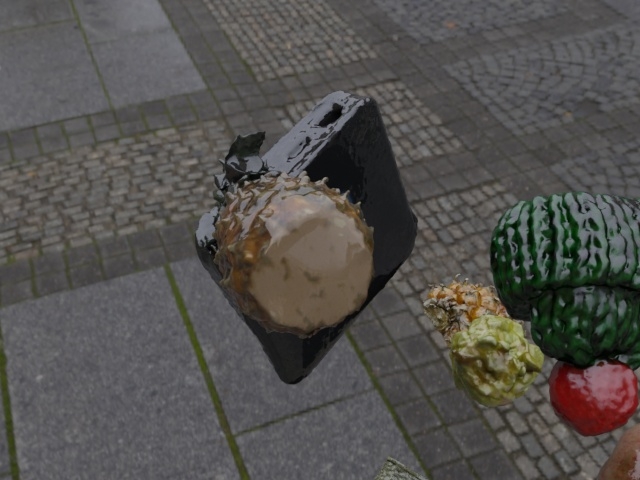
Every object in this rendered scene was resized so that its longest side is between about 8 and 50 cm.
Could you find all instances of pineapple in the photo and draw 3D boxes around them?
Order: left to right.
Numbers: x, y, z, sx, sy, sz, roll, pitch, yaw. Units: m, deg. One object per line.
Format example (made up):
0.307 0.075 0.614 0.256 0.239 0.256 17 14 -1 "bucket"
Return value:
-0.056 -0.021 0.803 0.141 0.170 0.310 -5 17 -20 "pineapple"
0.400 0.192 1.995 0.209 0.286 0.344 -32 46 10 "pineapple"

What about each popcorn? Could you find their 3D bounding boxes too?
0.358 0.246 1.624 0.167 0.188 0.185 -30 55 -24 "popcorn"

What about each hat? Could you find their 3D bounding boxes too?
0.382 0.106 1.120 0.274 0.242 0.333 3 76 -14 "hat"

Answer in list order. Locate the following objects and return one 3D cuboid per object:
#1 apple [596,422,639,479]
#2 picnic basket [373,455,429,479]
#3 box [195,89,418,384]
0.800 0.585 1.891 0.269 0.345 0.345 5 37 38 "apple"
0.129 0.509 1.419 0.134 0.154 0.196 28 74 36 "picnic basket"
0.000 0.000 1.181 0.091 0.350 0.359 25 63 38 "box"
